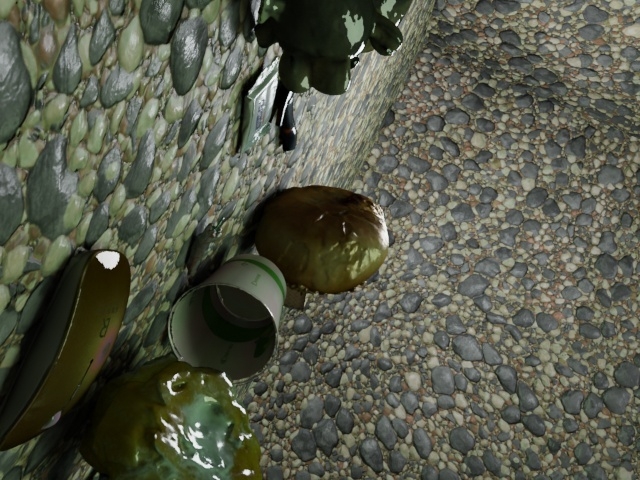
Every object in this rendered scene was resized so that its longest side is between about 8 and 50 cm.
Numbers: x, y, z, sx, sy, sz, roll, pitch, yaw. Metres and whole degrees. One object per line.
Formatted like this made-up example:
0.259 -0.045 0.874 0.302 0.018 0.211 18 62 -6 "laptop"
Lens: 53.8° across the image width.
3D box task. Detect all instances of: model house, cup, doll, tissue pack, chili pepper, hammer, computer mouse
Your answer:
-0.082 0.125 2.265 0.326 0.169 0.245 99 7 -68 "model house"
-0.199 0.165 1.494 0.274 0.253 0.253 -70 -177 -69 "cup"
0.051 -0.459 1.043 0.379 0.252 0.383 109 3 -45 "doll"
-0.126 -0.264 1.273 0.123 0.026 0.193 -59 171 -36 "tissue pack"
-0.246 0.011 1.312 0.153 0.041 0.050 -50 160 26 "chili pepper"
-0.079 -0.286 1.507 0.137 0.037 0.290 -63 173 -19 "hammer"
-0.355 0.158 0.891 0.311 0.071 0.158 -64 171 1 "computer mouse"

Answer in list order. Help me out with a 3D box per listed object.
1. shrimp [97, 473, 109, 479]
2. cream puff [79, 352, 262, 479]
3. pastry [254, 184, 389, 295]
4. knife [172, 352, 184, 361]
-0.463 0.652 1.353 0.166 0.221 0.411 53 38 -71 "shrimp"
-0.291 0.408 1.188 0.275 0.378 0.378 -34 -176 20 "cream puff"
0.000 0.000 1.801 0.410 0.409 0.245 -54 157 -58 "pastry"
-0.375 0.314 1.445 0.398 0.038 0.132 -36 149 -73 "knife"
